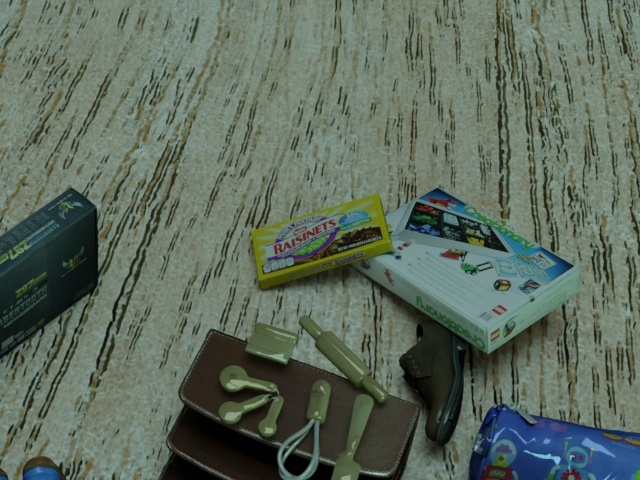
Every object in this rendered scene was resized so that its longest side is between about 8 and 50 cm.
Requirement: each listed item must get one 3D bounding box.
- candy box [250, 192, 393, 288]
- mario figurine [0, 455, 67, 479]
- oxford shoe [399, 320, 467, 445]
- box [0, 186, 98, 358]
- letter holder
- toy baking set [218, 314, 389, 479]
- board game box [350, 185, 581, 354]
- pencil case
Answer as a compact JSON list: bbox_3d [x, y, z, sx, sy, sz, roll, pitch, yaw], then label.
[{"bbox_3d":[0.000,0.000,2.231,0.206,0.027,0.105,-17,45,5],"label":"candy box"},{"bbox_3d":[-0.359,0.433,1.835,0.198,0.170,0.320,-35,42,11],"label":"mario figurine"},{"bbox_3d":[0.156,0.201,2.098,0.096,0.082,0.227,7,37,1],"label":"oxford shoe"},{"bbox_3d":[-0.412,0.056,2.076,0.059,0.183,0.233,36,54,21],"label":"box"},{"bbox_3d":[-0.051,0.286,1.952,0.302,0.152,0.214,20,52,9],"label":"letter holder"},{"bbox_3d":[-0.016,0.210,1.905,0.256,0.030,0.197,39,62,22],"label":"toy baking set"},{"bbox_3d":[0.208,0.036,2.203,0.193,0.053,0.305,-30,43,-28],"label":"board game box"},{"bbox_3d":[0.351,0.300,2.003,0.306,0.133,0.119,11,17,1],"label":"pencil case"}]
